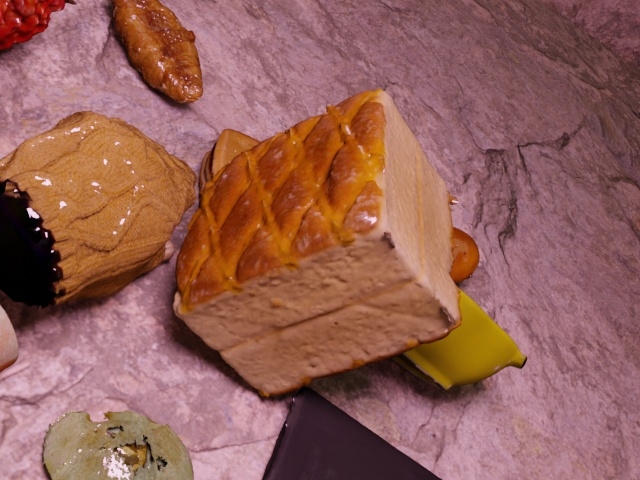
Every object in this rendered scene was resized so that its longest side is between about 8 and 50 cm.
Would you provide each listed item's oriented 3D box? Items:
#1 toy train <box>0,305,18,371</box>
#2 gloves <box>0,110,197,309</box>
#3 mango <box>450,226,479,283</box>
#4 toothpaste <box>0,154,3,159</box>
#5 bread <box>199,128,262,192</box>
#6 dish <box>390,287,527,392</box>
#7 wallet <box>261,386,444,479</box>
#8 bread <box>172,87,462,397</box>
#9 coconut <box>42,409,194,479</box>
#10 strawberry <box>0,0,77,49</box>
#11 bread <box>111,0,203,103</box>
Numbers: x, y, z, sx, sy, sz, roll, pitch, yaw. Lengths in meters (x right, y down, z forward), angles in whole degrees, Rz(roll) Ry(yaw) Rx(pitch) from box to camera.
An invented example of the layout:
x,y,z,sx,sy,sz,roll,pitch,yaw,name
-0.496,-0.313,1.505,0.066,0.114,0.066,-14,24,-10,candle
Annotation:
x,y,z,sx,sy,sz,roll,pitch,yaw,name
-0.395,0.103,0.635,0.177,0.116,0.285,57,37,-5,toy train
-0.235,-0.043,0.831,0.203,0.155,0.356,64,14,-12,gloves
0.185,0.017,1.257,0.159,0.084,0.105,24,55,5,mango
-0.413,-0.105,0.857,0.164,0.034,0.046,40,42,-7,toothpaste
-0.079,-0.077,1.100,0.200,0.077,0.116,22,42,-29,bread
0.146,0.132,1.064,0.262,0.221,0.108,40,78,-20,dish
0.092,0.339,0.900,0.377,0.051,0.197,37,38,-8,wallet
0.000,0.000,0.905,0.207,0.279,0.279,49,32,-34,bread
-0.188,0.228,0.741,0.158,0.055,0.133,12,47,-33,coconut
-0.466,-0.293,0.931,0.306,0.138,0.233,-37,63,-27,strawberry
-0.249,-0.298,1.148,0.104,0.076,0.233,-26,82,-38,bread
